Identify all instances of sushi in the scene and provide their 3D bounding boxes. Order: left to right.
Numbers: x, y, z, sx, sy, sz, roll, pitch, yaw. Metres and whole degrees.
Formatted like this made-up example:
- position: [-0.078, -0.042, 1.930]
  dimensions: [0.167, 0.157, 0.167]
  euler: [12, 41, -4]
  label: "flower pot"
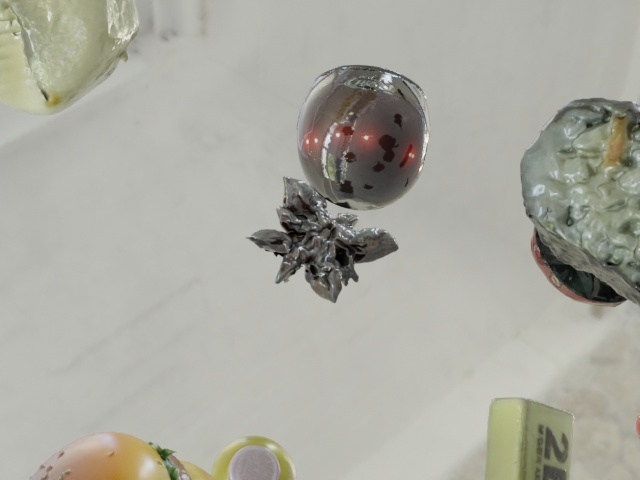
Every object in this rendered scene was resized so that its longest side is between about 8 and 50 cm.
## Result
- position: [0.384, -0.024, 1.371]
  dimensions: [0.171, 0.350, 0.211]
  euler: [30, -96, -57]
  label: "sushi"

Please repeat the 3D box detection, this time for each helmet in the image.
- position: [0.060, -0.145, 1.791]
  dimensions: [0.193, 0.189, 0.216]
  euler: [-76, -11, -57]
  label: "helmet"

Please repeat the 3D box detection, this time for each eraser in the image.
- position: [0.242, 0.275, 1.461]
  dimensions: [0.117, 0.058, 0.172]
  euler: [23, -113, -44]
  label: "eraser"

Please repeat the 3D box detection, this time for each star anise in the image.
- position: [-0.004, -0.002, 2.104]
  dimensions: [0.282, 0.212, 0.129]
  euler: [-34, -17, -47]
  label: "star anise"

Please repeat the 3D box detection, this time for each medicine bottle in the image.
- position: [-0.093, 0.332, 1.754]
  dimensions: [0.122, 0.122, 0.212]
  euler: [-47, -8, -14]
  label: "medicine bottle"

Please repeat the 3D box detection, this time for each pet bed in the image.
- position: [0.381, -0.006, 1.704]
  dimensions: [0.201, 0.201, 0.053]
  euler: [-48, -8, -13]
  label: "pet bed"

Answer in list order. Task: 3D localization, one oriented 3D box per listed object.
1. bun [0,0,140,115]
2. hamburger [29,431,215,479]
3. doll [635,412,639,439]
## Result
- position: [-0.245, -0.216, 1.029]
  dimensions: [0.145, 0.229, 0.229]
  euler: [-46, -33, -21]
  label: "bun"
- position: [-0.211, 0.298, 1.193]
  dimensions: [0.170, 0.246, 0.246]
  euler: [33, -89, -32]
  label: "hamburger"
- position: [0.645, 0.345, 2.249]
  dimensions: [0.085, 0.183, 0.217]
  euler: [-62, 0, -18]
  label: "doll"
